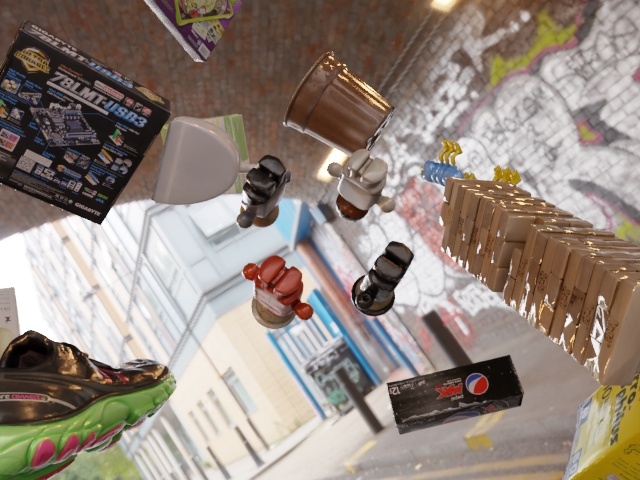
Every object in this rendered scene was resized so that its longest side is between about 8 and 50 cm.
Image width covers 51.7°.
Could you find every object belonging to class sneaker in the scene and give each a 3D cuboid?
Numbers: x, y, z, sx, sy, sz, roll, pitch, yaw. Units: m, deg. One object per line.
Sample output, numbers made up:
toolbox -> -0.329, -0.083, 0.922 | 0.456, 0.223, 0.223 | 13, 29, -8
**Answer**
sneaker -> -0.368, 0.218, 0.990 | 0.185, 0.202, 0.483 | -37, -9, 2

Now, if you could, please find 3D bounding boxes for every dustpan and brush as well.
dustpan and brush -> -0.156, -0.118, 1.066 | 0.211, 0.060, 0.147 | 9, -64, -22

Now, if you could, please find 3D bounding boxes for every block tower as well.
block tower -> 0.231, 0.021, 0.669 | 0.097, 0.091, 0.335 | 2, 19, -14

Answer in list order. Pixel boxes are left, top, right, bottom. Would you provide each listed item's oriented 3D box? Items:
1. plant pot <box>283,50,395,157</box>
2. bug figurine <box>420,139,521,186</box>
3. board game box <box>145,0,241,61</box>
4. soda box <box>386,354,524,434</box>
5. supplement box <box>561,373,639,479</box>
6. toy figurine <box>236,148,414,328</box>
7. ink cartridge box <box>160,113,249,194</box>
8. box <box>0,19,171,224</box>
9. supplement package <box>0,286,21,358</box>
plant pot -> 0.043, -0.247, 1.267 | 0.167, 0.165, 0.167 | -56, -3, -5
bug figurine -> 0.269, -0.028, 1.059 | 0.072, 0.279, 0.216 | -42, 26, -13
board game box -> -0.339, -0.627, 1.594 | 0.208, 0.056, 0.347 | -60, -38, -16
soda box -> 0.176, 0.204, 0.868 | 0.168, 0.060, 0.053 | -14, -33, 4
supplement box -> 0.569, 0.300, 1.042 | 0.194, 0.195, 0.356 | -53, -11, -43
toy figurine -> 0.000, 0.000, 0.843 | 0.213, 0.210, 0.148 | -8, -23, -11
ink cartridge box -> -0.272, -0.187, 1.488 | 0.235, 0.171, 0.056 | -1, 15, 26
box -> -0.482, -0.208, 1.248 | 0.293, 0.295, 0.073 | -53, 30, 19
supplement package -> -0.659, 0.257, 1.233 | 0.199, 0.263, 0.198 | -6, -41, -25
